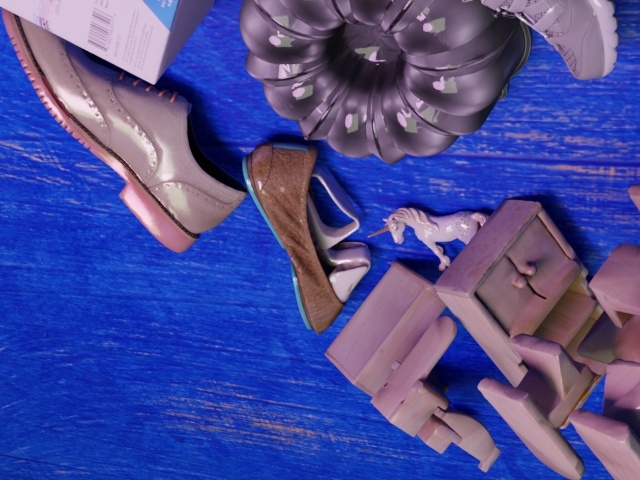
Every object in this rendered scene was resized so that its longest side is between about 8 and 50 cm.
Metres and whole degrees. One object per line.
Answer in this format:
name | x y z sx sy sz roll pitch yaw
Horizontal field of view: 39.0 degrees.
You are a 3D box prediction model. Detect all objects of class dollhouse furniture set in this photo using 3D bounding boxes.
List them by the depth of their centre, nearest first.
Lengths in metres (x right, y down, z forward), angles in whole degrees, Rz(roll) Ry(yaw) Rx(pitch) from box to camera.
dollhouse furniture set | 0.355 0.109 1.013 0.256 0.362 0.394 49 162 -24
dollhouse furniture set | 0.206 0.207 1.309 0.356 0.173 0.303 37 -179 -28

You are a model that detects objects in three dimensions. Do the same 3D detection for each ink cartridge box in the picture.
ink cartridge box | -0.229 -0.321 0.961 0.233 0.168 0.171 27 139 -3

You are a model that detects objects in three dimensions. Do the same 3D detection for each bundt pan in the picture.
bundt pan | 0.057 -0.213 0.974 0.331 0.124 0.330 13 138 12

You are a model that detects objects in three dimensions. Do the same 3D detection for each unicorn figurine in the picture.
unicorn figurine | 0.160 -0.007 1.204 0.162 0.060 0.111 -18 125 19

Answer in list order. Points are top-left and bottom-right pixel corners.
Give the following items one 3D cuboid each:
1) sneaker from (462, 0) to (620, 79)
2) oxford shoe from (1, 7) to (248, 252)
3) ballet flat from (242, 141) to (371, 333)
sneaker | 0.188 -0.250 0.847 0.115 0.105 0.281 -31 126 16
oxford shoe | -0.251 -0.174 1.195 0.147 0.140 0.397 -33 113 11
ballet flat | 0.000 0.000 1.263 0.124 0.116 0.342 -12 127 10
